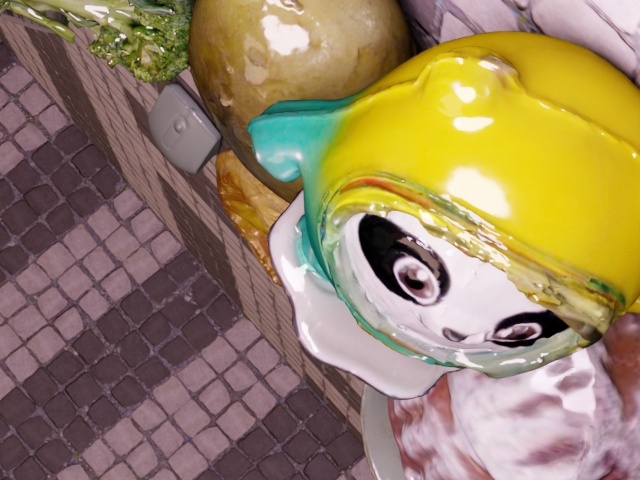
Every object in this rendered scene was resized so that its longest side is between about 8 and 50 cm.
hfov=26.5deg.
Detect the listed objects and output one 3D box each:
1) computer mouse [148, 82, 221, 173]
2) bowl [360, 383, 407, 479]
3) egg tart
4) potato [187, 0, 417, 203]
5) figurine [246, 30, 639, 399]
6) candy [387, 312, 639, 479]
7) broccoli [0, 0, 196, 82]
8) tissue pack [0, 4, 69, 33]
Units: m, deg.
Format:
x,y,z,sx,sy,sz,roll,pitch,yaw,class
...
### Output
x,y,z,sx,sy,sz,roll,pitch,yaw,class
-0.225,-0.175,2.218,0.128,0.079,0.231,47,167,4,computer mouse
0.197,0.186,1.378,0.289,0.289,0.146,45,-147,22,bowl
-0.001,-0.001,1.715,0.341,0.132,0.341,49,170,12,egg tart
-0.010,-0.140,1.136,0.210,0.173,0.307,48,168,22,potato
0.106,-0.021,0.939,0.324,0.231,0.340,29,156,-11,figurine
0.170,0.141,1.180,0.289,0.157,0.214,-42,58,47,candy
-0.203,-0.274,1.181,0.304,0.283,0.321,-126,22,-51,broccoli
-0.479,-0.447,2.194,0.159,0.145,0.229,17,170,-2,tissue pack
